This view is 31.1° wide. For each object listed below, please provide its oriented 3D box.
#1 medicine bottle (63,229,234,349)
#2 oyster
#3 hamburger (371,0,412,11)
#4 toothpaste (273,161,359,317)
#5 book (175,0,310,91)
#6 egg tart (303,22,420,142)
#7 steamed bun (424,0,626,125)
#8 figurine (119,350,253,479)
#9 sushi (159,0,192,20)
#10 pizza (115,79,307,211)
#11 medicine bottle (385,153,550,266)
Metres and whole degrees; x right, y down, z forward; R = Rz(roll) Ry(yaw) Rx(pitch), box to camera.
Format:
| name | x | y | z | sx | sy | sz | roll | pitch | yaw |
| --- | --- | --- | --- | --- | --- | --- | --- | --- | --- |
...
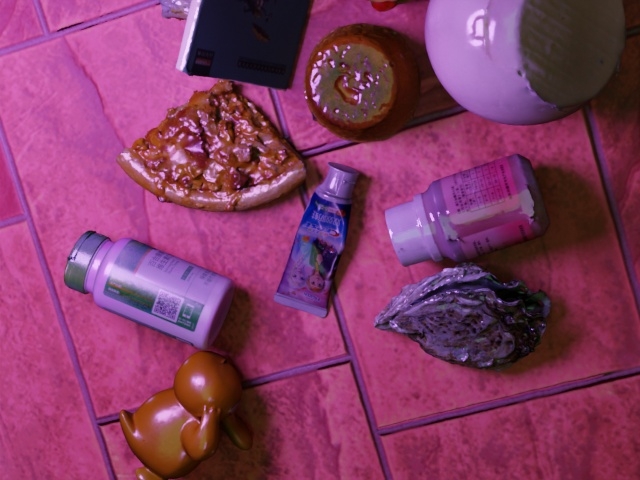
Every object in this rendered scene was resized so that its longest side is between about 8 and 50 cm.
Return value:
| name | x | y | z | sx | sy | sz | roll | pitch | yaw |
| --- | --- | --- | --- | --- | --- | --- | --- | --- | --- |
| medicine bottle | -0.294 | 0.079 | 1.967 | 0.274 | 0.133 | 0.133 | 21 | 101 | 5 |
| oyster | 0.237 | 0.118 | 1.906 | 0.267 | 0.112 | 0.198 | 19 | 122 | -2 |
| hamburger | 0.110 | -0.473 | 1.801 | 0.237 | 0.149 | 0.237 | 1 | 100 | 4 |
| toothpaste | 0.000 | 0.000 | 1.951 | 0.096 | 0.061 | 0.266 | 19 | 107 | 5 |
| book | -0.092 | -0.431 | 1.803 | 0.031 | 0.264 | 0.379 | 22 | 104 | 34 |
| egg tart | 0.057 | -0.250 | 1.851 | 0.202 | 0.147 | 0.202 | 2 | 100 | 11 |
| steamed bun | 0.286 | -0.323 | 1.755 | 0.309 | 0.309 | 0.309 | 1 | 99 | 9 |
| figurine | -0.228 | 0.307 | 1.967 | 0.228 | 0.215 | 0.215 | -27 | 93 | -1 |
| sushi | -0.192 | -0.481 | 1.850 | 0.184 | 0.139 | 0.274 | 30 | 113 | 11 |
| pizza | -0.183 | -0.160 | 1.938 | 0.335 | 0.086 | 0.226 | 6 | 101 | 10 |
| medicine bottle | 0.235 | -0.041 | 1.855 | 0.247 | 0.147 | 0.147 | -18 | 95 | 12 |
